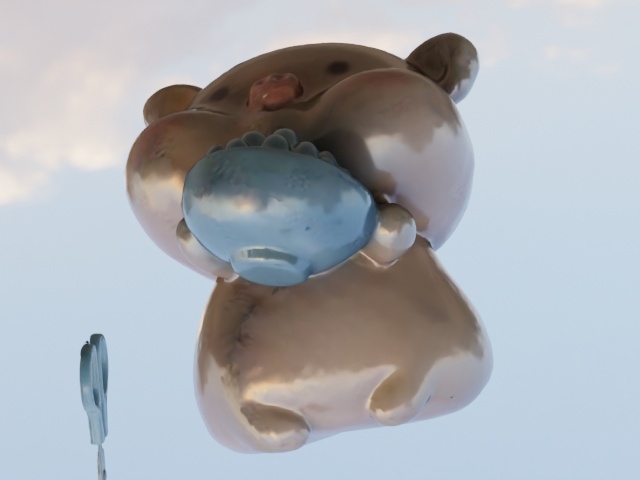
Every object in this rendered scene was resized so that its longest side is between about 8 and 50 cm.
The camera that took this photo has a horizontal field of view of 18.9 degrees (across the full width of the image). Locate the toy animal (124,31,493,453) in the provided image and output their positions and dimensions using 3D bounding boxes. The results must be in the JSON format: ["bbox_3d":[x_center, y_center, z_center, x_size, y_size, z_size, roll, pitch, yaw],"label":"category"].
[{"bbox_3d":[0.005,0.007,1.112,0.210,0.221,0.229,-12,-158,11],"label":"toy animal"}]

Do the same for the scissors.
[{"bbox_3d":[-0.075,0.073,0.660,0.006,0.083,0.036,-2,-168,3],"label":"scissors"}]
